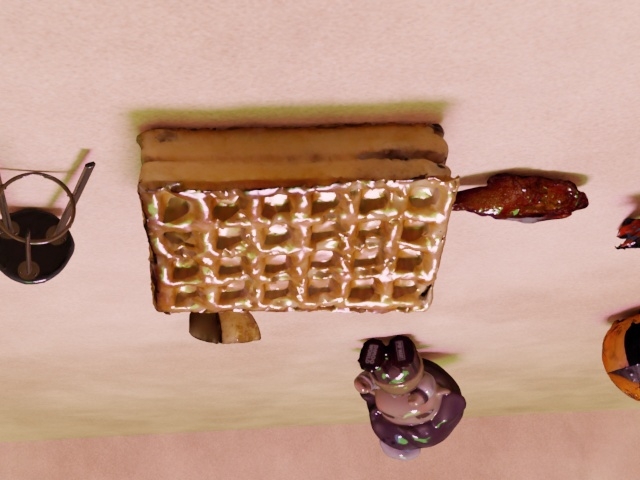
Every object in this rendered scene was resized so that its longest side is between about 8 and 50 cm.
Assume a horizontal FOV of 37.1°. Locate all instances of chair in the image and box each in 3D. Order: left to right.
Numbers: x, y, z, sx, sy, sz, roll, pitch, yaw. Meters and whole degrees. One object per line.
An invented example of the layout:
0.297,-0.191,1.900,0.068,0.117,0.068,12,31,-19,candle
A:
-0.307,-0.015,1.017,0.104,0.095,0.221,11,160,-14,chair

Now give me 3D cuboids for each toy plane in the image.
0.423,-0.014,1.218,0.130,0.061,0.189,-32,169,-9,toy plane

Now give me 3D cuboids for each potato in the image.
-0.147,0.131,1.558,0.103,0.066,0.096,1,-172,-44,potato

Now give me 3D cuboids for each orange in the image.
0.654,0.214,1.804,0.234,0.182,0.234,-15,160,-6,orange

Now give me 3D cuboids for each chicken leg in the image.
0.214,-0.047,1.106,0.205,0.053,0.093,6,174,-17,chicken leg

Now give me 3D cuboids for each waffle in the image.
-0.029,-0.019,0.971,0.308,0.091,0.213,-2,139,-5,waffle

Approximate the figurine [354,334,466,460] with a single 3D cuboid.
0.187,0.332,2.016,0.218,0.206,0.365,-21,158,7,figurine
